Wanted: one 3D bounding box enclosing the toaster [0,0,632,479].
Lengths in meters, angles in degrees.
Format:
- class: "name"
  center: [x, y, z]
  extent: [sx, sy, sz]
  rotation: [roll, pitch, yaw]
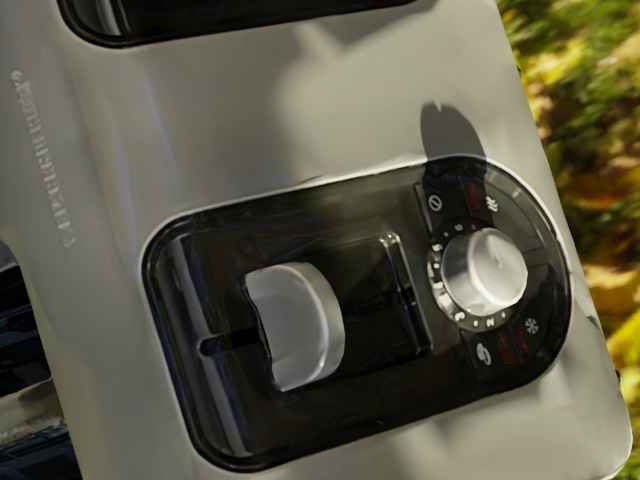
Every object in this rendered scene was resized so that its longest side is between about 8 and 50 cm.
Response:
- class: "toaster"
  center: [-0.048, -0.007, 0.409]
  extent: [0.110, 0.186, 0.168]
  rotation: [-12, 83, -41]
